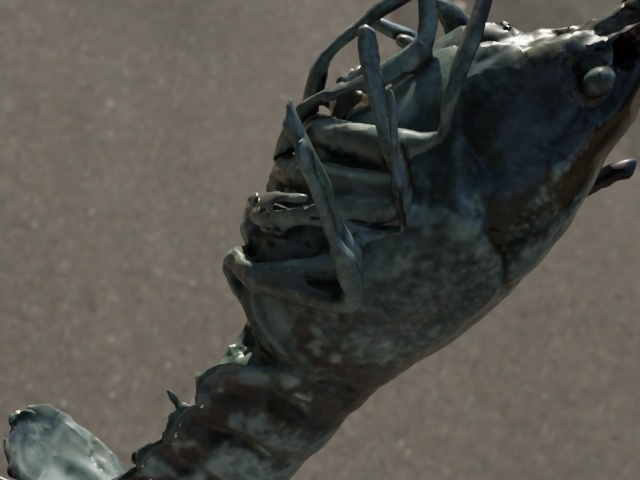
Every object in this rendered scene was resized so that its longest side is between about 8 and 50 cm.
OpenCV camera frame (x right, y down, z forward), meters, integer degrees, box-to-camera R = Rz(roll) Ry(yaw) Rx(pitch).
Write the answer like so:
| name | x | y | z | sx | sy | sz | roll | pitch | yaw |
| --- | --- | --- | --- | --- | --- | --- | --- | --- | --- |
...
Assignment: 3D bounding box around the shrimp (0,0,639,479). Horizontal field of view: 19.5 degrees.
| name | x | y | z | sx | sy | sz | roll | pitch | yaw |
| --- | --- | --- | --- | --- | --- | --- | --- | --- | --- |
| shrimp | 0.005 | 0.001 | 0.827 | 0.166 | 0.410 | 0.221 | 39 | 16 | 13 |
